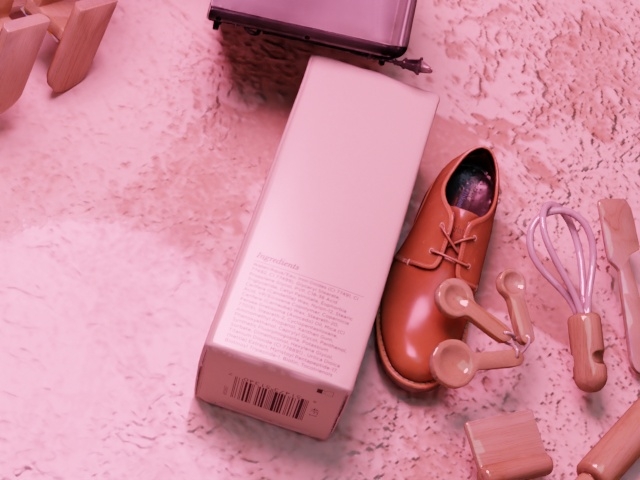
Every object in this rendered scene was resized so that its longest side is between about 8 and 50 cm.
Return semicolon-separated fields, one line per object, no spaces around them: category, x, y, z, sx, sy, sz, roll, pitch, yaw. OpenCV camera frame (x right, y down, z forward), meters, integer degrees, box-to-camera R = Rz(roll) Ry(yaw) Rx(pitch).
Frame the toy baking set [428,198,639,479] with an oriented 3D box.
toy baking set;0.190;0.079;1.018;0.256;0.030;0.197;-35;91;-28

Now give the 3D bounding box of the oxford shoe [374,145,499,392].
oxford shoe;0.092;0.015;1.043;0.076;0.076;0.212;18;60;-2

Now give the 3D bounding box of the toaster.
toaster;0.003;-0.211;1.097;0.186;0.168;0.110;12;103;-4

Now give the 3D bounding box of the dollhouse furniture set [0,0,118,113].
dollhouse furniture set;-0.327;-0.170;1.059;0.212;0.161;0.242;44;39;15

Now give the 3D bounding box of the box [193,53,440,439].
box;0.000;0.000;1.021;0.113;0.094;0.275;20;58;1
